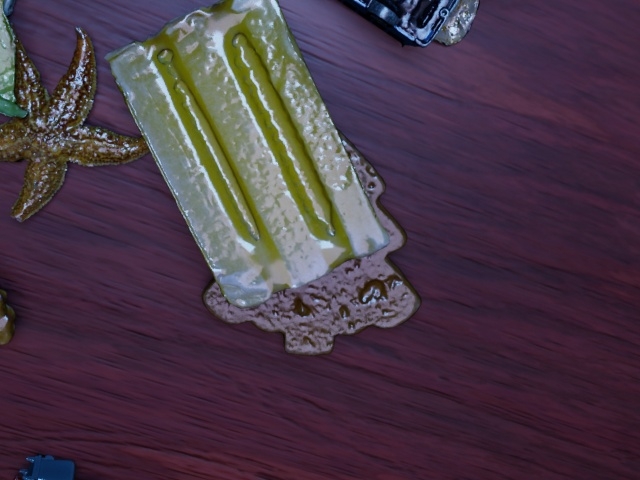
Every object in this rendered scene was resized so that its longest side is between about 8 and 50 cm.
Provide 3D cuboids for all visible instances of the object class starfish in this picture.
[{"bbox_3d":[-0.306,-0.130,0.803,0.241,0.043,0.227,3,108,-9],"label":"starfish"}]

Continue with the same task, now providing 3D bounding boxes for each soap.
[{"bbox_3d":[-0.074,-0.101,0.778,0.199,0.091,0.314,-26,98,8],"label":"soap"}]

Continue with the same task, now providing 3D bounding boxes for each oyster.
[{"bbox_3d":[0.157,-0.268,0.811,0.054,0.019,0.083,20,113,-30],"label":"oyster"}]

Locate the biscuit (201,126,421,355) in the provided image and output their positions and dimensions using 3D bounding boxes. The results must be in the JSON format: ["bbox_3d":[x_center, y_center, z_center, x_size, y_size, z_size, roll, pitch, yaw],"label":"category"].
[{"bbox_3d":[0.000,0.000,0.869,0.278,0.043,0.301,7,104,-3],"label":"biscuit"}]

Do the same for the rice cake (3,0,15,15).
[{"bbox_3d":[-0.322,-0.325,0.744,0.033,0.029,0.170,22,105,-7],"label":"rice cake"}]

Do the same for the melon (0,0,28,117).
[{"bbox_3d":[-0.373,-0.253,0.741,0.114,0.053,0.261,-18,105,5],"label":"melon"}]

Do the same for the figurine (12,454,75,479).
[{"bbox_3d":[-0.341,0.344,0.940,0.140,0.068,0.075,32,99,-20],"label":"figurine"}]

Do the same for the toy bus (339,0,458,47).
[{"bbox_3d":[0.054,-0.288,0.750,0.185,0.106,0.090,32,99,-8],"label":"toy bus"}]

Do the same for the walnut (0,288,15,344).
[{"bbox_3d":[-0.452,0.074,0.839,0.143,0.069,0.170,-34,109,4],"label":"walnut"}]
